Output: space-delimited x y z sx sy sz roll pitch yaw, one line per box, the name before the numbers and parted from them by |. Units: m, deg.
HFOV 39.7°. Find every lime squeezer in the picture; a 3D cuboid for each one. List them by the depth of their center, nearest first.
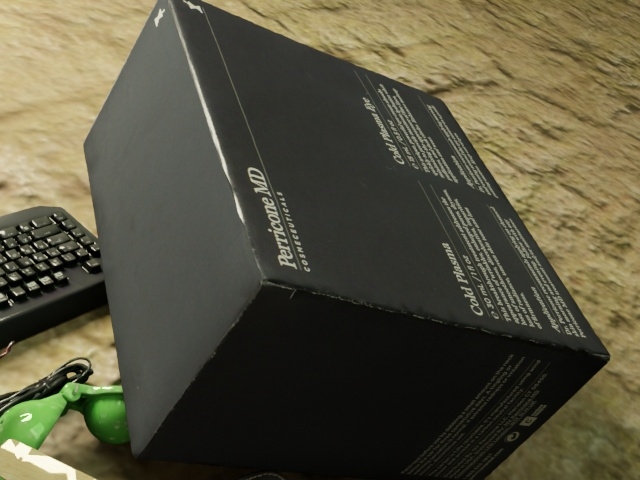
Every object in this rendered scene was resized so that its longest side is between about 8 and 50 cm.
lime squeezer | -0.148 0.143 0.605 0.110 0.059 0.310 43 39 23

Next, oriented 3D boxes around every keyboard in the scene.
keyboard | -0.271 0.067 0.647 0.201 0.033 0.317 42 40 21

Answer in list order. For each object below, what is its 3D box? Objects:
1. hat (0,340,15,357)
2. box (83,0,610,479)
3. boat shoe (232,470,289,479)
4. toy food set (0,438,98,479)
hat | -0.348 0.093 0.520 0.208 0.173 0.183 32 12 10
box | 0.000 0.000 0.721 0.312 0.179 0.343 16 35 -34
boat shoe | -0.074 0.204 0.563 0.075 0.065 0.206 39 38 17
toy food set | -0.183 0.194 0.468 0.132 0.038 0.192 17 50 17
